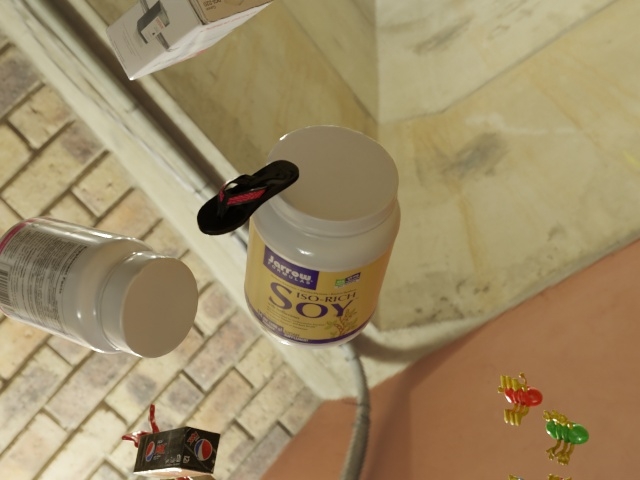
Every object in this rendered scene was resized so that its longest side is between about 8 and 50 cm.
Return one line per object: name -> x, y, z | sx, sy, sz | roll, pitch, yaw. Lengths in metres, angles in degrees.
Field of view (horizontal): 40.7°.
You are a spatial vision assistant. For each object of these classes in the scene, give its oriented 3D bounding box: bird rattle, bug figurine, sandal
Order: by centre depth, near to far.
sandal -> -0.104, -0.070, 1.197 | 0.067, 0.040, 0.179 | 34, -122, 29
bug figurine -> 0.397, 0.378, 1.537 | 0.072, 0.279, 0.216 | -10, -170, -25
bird rattle -> -0.303, 0.474, 1.900 | 0.207, 0.253, 0.143 | 28, -121, 32

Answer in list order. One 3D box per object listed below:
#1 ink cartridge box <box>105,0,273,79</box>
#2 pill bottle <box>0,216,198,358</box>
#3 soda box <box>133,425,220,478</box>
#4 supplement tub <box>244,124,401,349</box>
ink cartridge box -> -0.198, -0.339, 1.300 | 0.218, 0.092, 0.158 | -17, -167, 47
pill bottle -> -0.313, 0.064, 1.189 | 0.283, 0.160, 0.160 | 12, -126, 36
soda box -> -0.206, 0.303, 1.225 | 0.169, 0.053, 0.060 | -25, -129, 52
supplement tub -> 0.000, 0.000, 1.424 | 0.331, 0.241, 0.241 | 100, 15, -50
